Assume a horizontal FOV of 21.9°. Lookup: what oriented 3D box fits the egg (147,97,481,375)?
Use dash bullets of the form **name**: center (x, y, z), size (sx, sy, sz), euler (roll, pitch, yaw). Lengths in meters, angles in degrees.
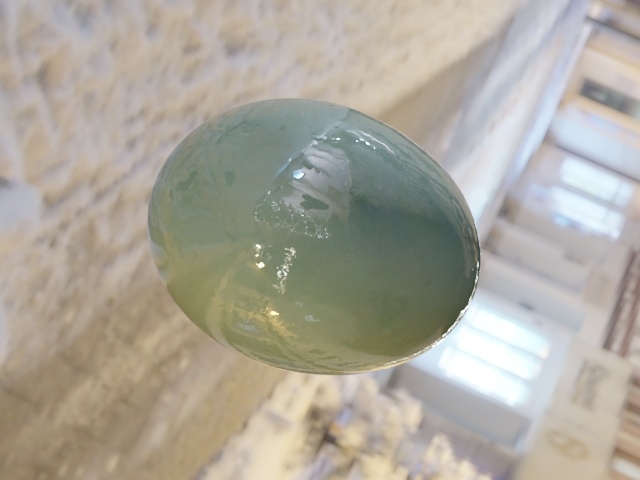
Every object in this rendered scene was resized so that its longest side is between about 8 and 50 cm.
- **egg**: center (0.000, 0.000, 1.032), size (0.168, 0.231, 0.168), euler (-27, -125, 46)
